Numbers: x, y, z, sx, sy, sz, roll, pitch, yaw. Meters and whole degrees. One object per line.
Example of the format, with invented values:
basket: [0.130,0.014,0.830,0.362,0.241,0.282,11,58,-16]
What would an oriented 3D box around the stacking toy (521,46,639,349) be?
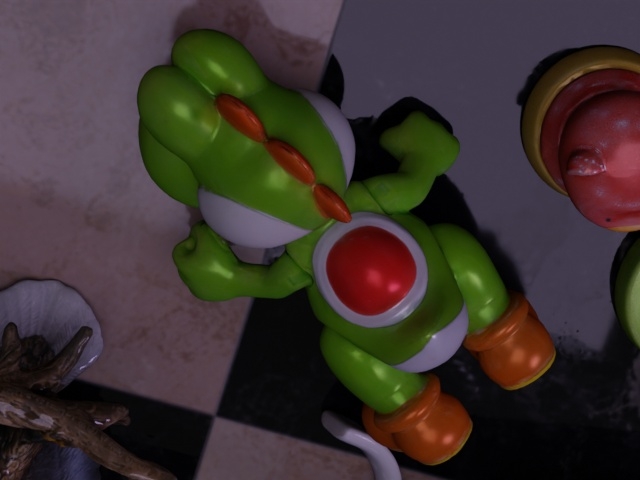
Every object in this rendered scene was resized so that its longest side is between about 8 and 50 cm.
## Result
stacking toy: [0.329,-0.029,1.020,0.309,0.130,0.279,-19,107,5]

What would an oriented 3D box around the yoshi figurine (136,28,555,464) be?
yoshi figurine: [-0.002,-0.013,1.022,0.203,0.203,0.362,-21,122,39]

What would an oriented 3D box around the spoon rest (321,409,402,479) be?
spoon rest: [0.000,0.280,1.123,0.084,0.137,0.276,18,94,-22]

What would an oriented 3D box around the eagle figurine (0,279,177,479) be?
eagle figurine: [-0.267,0.196,1.076,0.226,0.225,0.298,55,139,24]
